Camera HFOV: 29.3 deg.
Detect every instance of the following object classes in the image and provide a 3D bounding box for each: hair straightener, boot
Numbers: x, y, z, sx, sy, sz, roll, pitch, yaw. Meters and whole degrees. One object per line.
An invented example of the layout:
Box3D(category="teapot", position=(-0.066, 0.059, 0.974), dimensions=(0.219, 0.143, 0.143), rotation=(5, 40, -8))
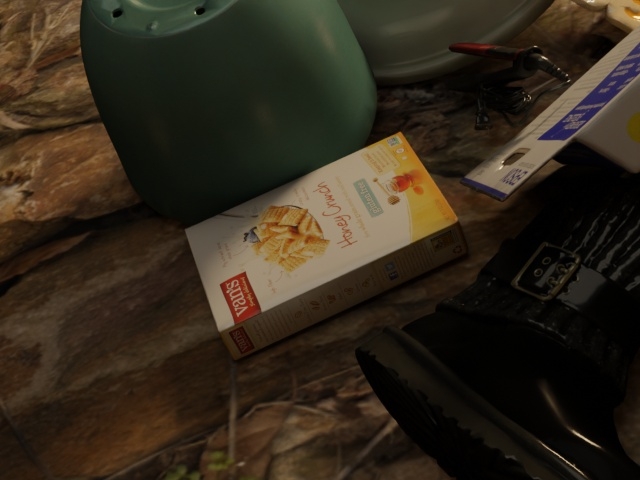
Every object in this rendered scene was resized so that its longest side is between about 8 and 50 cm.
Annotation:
Box3D(category="hair straightener", position=(0.181, -0.148, 1.205), dimensions=(0.047, 0.089, 0.230), rotation=(2, 9, -20))
Box3D(category="boot", position=(0.207, 0.091, 0.885), dimensions=(0.260, 0.131, 0.348), rotation=(-33, 38, -12))

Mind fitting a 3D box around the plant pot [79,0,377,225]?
Box3D(category="plant pot", position=(-0.108, -0.198, 1.248), dimensions=(0.293, 0.235, 0.293), rotation=(-8, 55, 11))

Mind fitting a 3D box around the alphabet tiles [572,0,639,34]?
Box3D(category="alphabet tiles", position=(0.331, -0.328, 1.292), dimensions=(0.284, 0.021, 0.278), rotation=(33, 59, 11))

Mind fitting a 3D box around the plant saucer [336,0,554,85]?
Box3D(category="plant saucer", position=(0.112, -0.368, 1.410), dimensions=(0.400, 0.100, 0.400), rotation=(-16, 54, 23))

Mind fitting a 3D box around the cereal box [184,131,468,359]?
Box3D(category="cereal box", position=(0.000, 0.000, 1.165), dimensions=(0.240, 0.047, 0.173), rotation=(-25, 38, -2))

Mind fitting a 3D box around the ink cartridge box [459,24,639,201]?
Box3D(category="ink cartridge box", position=(0.263, -0.125, 1.018), dimensions=(0.307, 0.072, 0.303), rotation=(-45, 3, 5))
